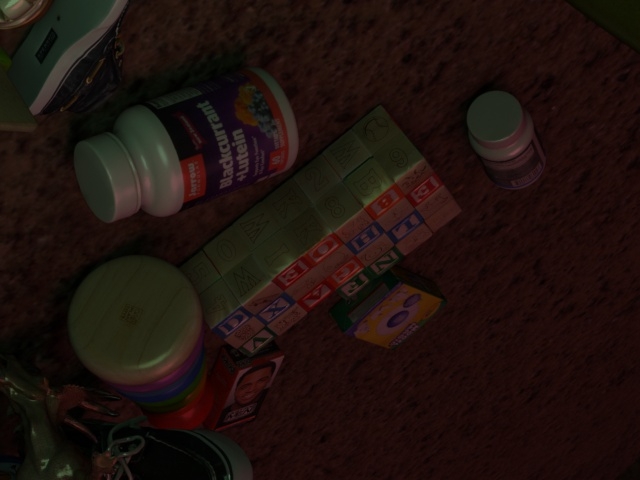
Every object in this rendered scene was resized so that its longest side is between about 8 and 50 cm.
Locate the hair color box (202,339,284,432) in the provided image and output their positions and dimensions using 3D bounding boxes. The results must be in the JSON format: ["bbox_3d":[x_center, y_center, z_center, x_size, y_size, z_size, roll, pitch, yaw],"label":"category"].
[{"bbox_3d":[-0.102,0.181,2.113,0.072,0.043,0.141,-17,147,-33],"label":"hair color box"}]

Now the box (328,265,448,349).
[{"bbox_3d":[0.095,0.090,2.209,0.105,0.043,0.179,-43,155,14],"label":"box"}]

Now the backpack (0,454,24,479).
[{"bbox_3d":[-0.396,0.357,1.850,0.276,0.213,0.263,-16,143,-48],"label":"backpack"}]

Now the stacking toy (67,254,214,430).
[{"bbox_3d":[-0.180,0.139,1.863,0.141,0.141,0.330,-32,158,-9],"label":"stacking toy"}]

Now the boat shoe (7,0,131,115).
[{"bbox_3d":[-0.190,-0.174,1.408,0.083,0.065,0.183,-4,146,-50],"label":"boat shoe"}]

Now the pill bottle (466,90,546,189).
[{"bbox_3d":[0.216,-0.118,1.975,0.078,0.078,0.137,-37,154,1],"label":"pill bottle"}]

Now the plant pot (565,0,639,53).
[{"bbox_3d":[0.384,-0.300,1.572,0.366,0.353,0.366,-29,153,-17],"label":"plant pot"}]

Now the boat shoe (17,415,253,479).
[{"bbox_3d":[-0.212,0.247,1.863,0.105,0.306,0.113,9,92,-50],"label":"boat shoe"}]

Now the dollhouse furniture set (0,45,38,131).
[{"bbox_3d":[-0.373,-0.023,1.323,0.197,0.151,0.301,0,136,-51],"label":"dollhouse furniture set"}]

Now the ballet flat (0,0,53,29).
[{"bbox_3d":[-0.256,-0.201,1.264,0.080,0.073,0.232,-39,154,5],"label":"ballet flat"}]

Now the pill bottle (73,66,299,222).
[{"bbox_3d":[-0.127,-0.085,1.573,0.193,0.108,0.108,-23,151,-27],"label":"pill bottle"}]

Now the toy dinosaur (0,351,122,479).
[{"bbox_3d":[-0.255,0.262,1.750,0.127,0.200,0.296,-10,112,-2],"label":"toy dinosaur"}]

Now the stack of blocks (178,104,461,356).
[{"bbox_3d":[0.000,0.000,1.891,0.297,0.087,0.171,-38,154,3],"label":"stack of blocks"}]
